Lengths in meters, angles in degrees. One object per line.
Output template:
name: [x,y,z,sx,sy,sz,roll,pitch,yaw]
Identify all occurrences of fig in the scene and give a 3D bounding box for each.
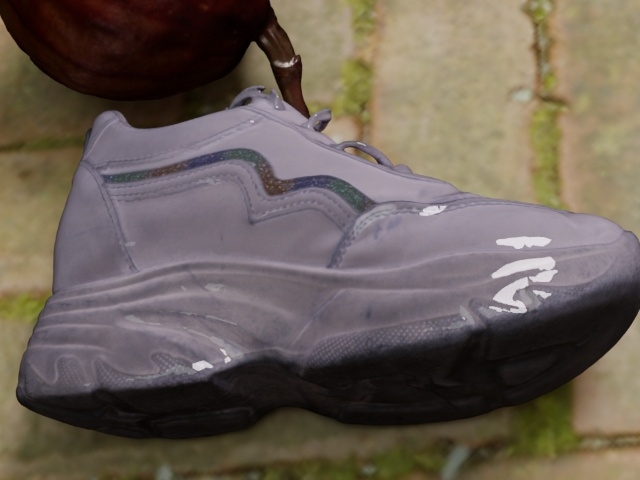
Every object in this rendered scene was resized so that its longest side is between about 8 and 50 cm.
fig: [-0.072,-0.110,0.550,0.128,0.128,0.150,-38,64,-7]

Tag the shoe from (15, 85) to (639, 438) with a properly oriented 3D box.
shoe: [0.000,0.000,0.508,0.245,0.095,0.137,-7,69,13]
